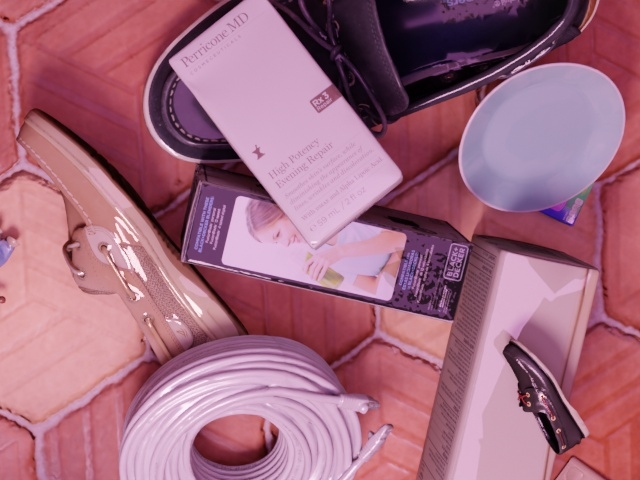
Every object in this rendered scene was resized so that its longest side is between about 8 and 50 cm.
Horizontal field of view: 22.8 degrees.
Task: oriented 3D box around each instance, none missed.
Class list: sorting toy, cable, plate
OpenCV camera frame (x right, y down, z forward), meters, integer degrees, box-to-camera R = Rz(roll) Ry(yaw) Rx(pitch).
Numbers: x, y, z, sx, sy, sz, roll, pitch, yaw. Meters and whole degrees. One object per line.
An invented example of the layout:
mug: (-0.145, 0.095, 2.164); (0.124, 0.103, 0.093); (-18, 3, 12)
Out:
sorting toy: (0.302, 0.294, 1.811); (0.083, 0.012, 0.062); (36, 87, -5)
cable: (-0.086, 0.216, 1.690); (0.257, 0.089, 0.257); (25, 112, -23)
plate: (0.232, -0.112, 1.678); (0.188, 0.024, 0.188); (-9, 128, -12)

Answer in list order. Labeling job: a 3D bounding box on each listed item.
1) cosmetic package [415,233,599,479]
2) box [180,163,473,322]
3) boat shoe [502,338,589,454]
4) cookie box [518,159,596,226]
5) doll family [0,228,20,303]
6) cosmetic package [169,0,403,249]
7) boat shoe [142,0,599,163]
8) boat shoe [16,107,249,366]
cosmetic package: (0.195, 0.159, 1.713); (0.113, 0.160, 0.309); (11, 97, -7)
box: (0.000, 0.000, 1.672); (0.290, 0.169, 0.087); (13, 97, -8)
boat shoe: (0.222, 0.159, 1.611); (0.042, 0.049, 0.133); (-37, 104, -10)
cookie box: (0.246, -0.079, 1.748); (0.107, 0.040, 0.092); (25, 95, -7)
doll family: (-0.411, 0.004, 1.676); (0.193, 0.076, 0.111); (34, 73, -3)
cosmetic package: (-0.033, -0.115, 1.541); (0.117, 0.085, 0.231); (-39, 87, -1)
boat shoe: (0.044, -0.203, 1.634); (0.500, 0.156, 0.187); (-16, 101, 10)
boat shoe: (-0.216, 0.013, 1.674); (0.110, 0.121, 0.341); (-39, 100, 0)
